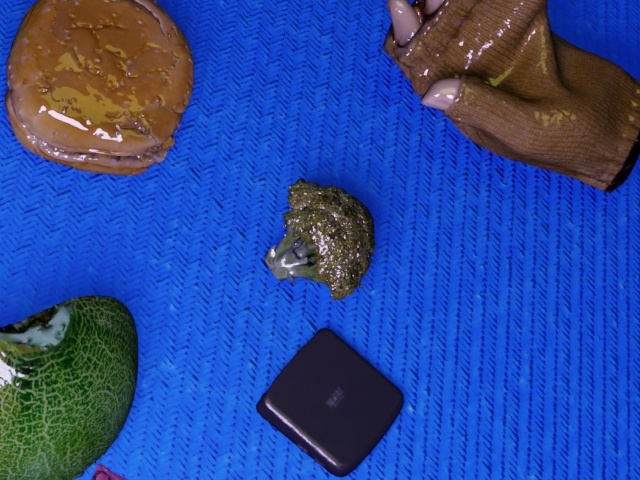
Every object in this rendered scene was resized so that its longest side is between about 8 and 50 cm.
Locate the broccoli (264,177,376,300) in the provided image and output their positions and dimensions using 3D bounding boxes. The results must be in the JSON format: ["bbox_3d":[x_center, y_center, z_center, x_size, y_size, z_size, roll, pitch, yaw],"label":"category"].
[{"bbox_3d":[0.000,0.000,1.748,0.120,0.130,0.131,-32,108,9],"label":"broccoli"}]

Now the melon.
[{"bbox_3d":[-0.260,0.149,1.531,0.265,0.169,0.129,-21,71,-27],"label":"melon"}]

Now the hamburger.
[{"bbox_3d":[-0.237,-0.174,1.758,0.213,0.108,0.214,7,66,-17],"label":"hamburger"}]

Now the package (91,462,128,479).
[{"bbox_3d":[-0.204,0.254,1.580,0.059,0.029,0.083,25,46,3],"label":"package"}]

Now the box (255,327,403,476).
[{"bbox_3d":[0.012,0.168,1.710,0.125,0.027,0.126,41,56,1],"label":"box"}]

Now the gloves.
[{"bbox_3d":[0.221,-0.181,1.897,0.356,0.155,0.203,33,63,-19],"label":"gloves"}]
